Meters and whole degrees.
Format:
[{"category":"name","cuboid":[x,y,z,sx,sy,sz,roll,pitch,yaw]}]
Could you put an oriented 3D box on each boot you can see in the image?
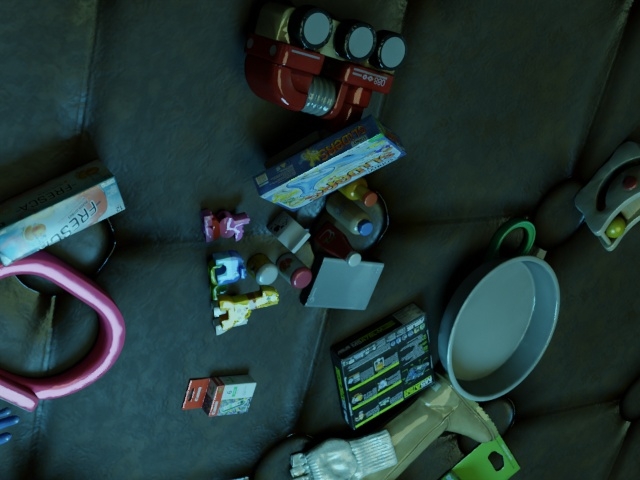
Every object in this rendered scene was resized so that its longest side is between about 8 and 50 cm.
[{"category":"boot","cuboid":[0.194,0.396,2.173,0.269,0.089,0.236,-43,122,-6]}]

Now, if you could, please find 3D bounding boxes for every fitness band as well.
[{"category":"fitness band","cuboid":[-0.407,0.126,1.578,0.209,0.054,0.291,-50,136,-2]}]

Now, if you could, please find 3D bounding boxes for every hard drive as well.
[{"category":"hard drive","cuboid":[0.036,0.070,1.882,0.135,0.022,0.094,6,114,-38]}]

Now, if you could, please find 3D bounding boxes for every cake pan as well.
[{"category":"cake pan","cuboid":[0.328,0.157,2.075,0.293,0.054,0.293,-18,121,-33]}]

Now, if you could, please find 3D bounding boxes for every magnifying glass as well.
[{"category":"magnifying glass","cuboid":[0.317,0.055,2.077,0.231,0.026,0.092,-50,135,2]}]

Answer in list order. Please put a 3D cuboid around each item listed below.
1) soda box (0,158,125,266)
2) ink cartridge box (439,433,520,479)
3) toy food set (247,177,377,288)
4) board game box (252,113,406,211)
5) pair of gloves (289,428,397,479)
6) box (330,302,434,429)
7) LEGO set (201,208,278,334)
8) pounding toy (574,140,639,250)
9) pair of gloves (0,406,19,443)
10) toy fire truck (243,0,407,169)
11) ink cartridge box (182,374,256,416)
[{"category":"soda box","cuboid":[-0.359,-0.039,1.492,0.183,0.063,0.058,-28,131,-19]},{"category":"ink cartridge box","cuboid":[0.333,0.555,2.367,0.255,0.097,0.189,-41,134,-6]},{"category":"toy food set","cuboid":[0.000,0.000,1.751,0.232,0.104,0.111,-47,135,-1]},{"category":"board game box","cuboid":[0.015,-0.111,1.646,0.201,0.035,0.136,-27,164,15]},{"category":"pair of gloves","cuboid":[0.054,0.478,2.056,0.204,0.042,0.240,-9,95,-10]},{"category":"box","cuboid":[0.116,0.230,2.032,0.190,0.045,0.184,-28,134,-20]},{"category":"LEGO set","cuboid":[-0.118,0.061,1.707,0.093,0.087,0.227,-12,127,-14]},{"category":"pounding toy","cuboid":[0.626,-0.088,2.119,0.269,0.154,0.155,-48,134,1]},{"category":"pair of gloves","cuboid":[-0.531,0.257,1.565,0.159,0.023,0.198,-35,136,6]},{"category":"toy fire truck","cuboid":[-0.023,-0.206,1.591,0.217,0.158,0.246,9,102,-40]},{"category":"ink cartridge box","cuboid":[-0.168,0.259,1.851,0.115,0.029,0.063,0,119,-37]}]
